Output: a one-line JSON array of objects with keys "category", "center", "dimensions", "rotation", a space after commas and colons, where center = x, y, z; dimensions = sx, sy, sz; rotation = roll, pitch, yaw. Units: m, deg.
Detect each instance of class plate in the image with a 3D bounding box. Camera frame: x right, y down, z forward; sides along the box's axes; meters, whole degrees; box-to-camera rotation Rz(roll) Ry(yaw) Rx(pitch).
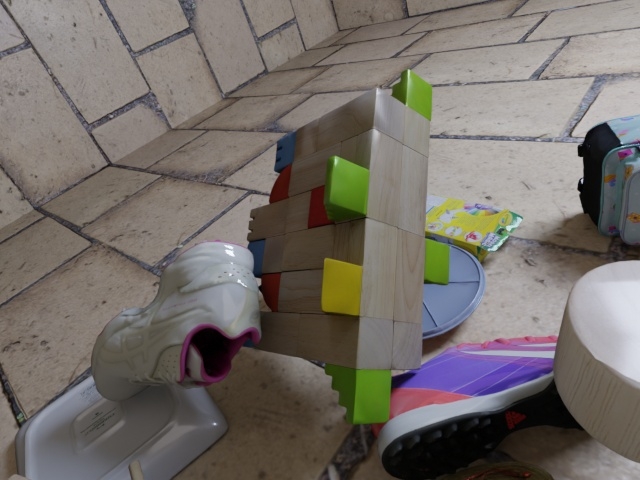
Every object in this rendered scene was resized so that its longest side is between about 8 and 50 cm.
[{"category": "plate", "center": [-0.307, 0.267, 0.586], "dimensions": [0.277, 0.045, 0.278], "rotation": [-36, 36, -20]}]

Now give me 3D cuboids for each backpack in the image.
[{"category": "backpack", "center": [0.471, -0.089, 0.547], "dimensions": [0.188, 0.166, 0.144], "rotation": [-15, 36, 15]}]

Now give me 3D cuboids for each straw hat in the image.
[{"category": "straw hat", "center": [0.142, 0.247, 0.344], "dimensions": [0.144, 0.144, 0.061], "rotation": [-19, 75, 4]}]

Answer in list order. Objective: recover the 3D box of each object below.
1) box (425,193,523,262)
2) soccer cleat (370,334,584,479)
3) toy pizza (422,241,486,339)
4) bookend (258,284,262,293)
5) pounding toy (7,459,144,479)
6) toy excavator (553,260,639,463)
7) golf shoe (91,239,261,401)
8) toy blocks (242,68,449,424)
[{"category": "box", "center": [0.235, -0.023, 0.696], "dimensions": [0.105, 0.043, 0.179], "rotation": [-39, 35, -25]}, {"category": "soccer cleat", "center": [0.202, 0.142, 0.433], "dimensions": [0.318, 0.109, 0.116], "rotation": [-22, 30, 4]}, {"category": "toy pizza", "center": [0.143, 0.075, 0.615], "dimensions": [0.201, 0.032, 0.201], "rotation": [-18, 32, 12]}, {"category": "bookend", "center": [-0.026, 0.033, 0.719], "dimensions": [0.156, 0.072, 0.157], "rotation": [-29, 26, 4]}, {"category": "pounding toy", "center": [-0.245, 0.331, 0.419], "dimensions": [0.205, 0.094, 0.181], "rotation": [19, 31, 2]}, {"category": "toy excavator", "center": [0.455, 0.043, 0.264], "dimensions": [0.445, 0.223, 0.432], "rotation": [-36, 42, -29]}, {"category": "golf shoe", "center": [-0.187, 0.135, 0.508], "dimensions": [0.306, 0.115, 0.140], "rotation": [-44, 53, 22]}, {"category": "toy blocks", "center": [0.000, 0.000, 0.528], "dimensions": [0.260, 0.190, 0.382], "rotation": [-9, 71, 50]}]
